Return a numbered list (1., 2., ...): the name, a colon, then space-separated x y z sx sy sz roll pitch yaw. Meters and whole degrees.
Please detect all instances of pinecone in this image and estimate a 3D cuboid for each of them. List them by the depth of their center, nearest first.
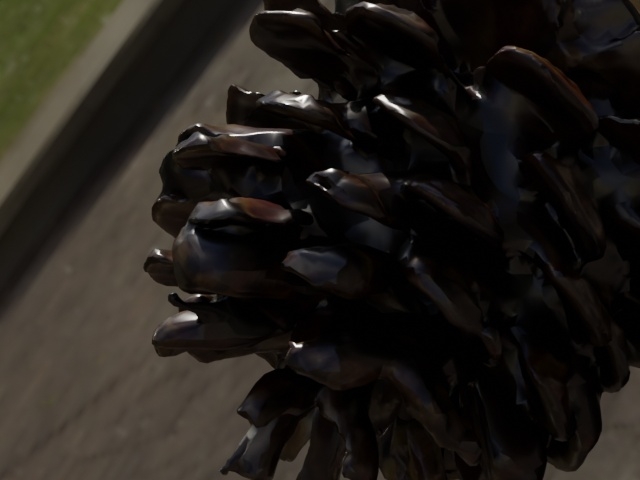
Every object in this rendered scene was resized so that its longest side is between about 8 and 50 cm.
1. pinecone: 0.041 0.000 0.995 0.298 0.242 0.296 20 79 33

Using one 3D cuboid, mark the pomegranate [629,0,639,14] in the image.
1. pomegranate: 0.197 -0.304 1.141 0.410 0.410 0.410 -48 18 21
